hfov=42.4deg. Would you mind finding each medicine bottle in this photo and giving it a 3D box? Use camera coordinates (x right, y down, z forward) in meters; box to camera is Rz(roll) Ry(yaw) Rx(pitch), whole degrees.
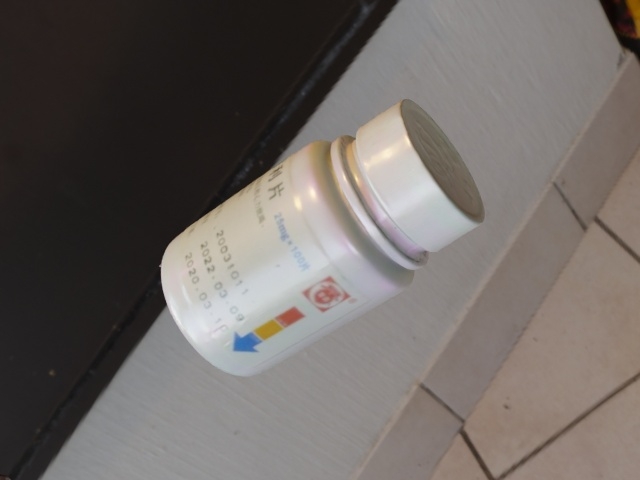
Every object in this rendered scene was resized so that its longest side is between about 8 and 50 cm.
[{"bbox_3d":[0.000,0.000,0.801,0.293,0.170,0.170,-32,42,22],"label":"medicine bottle"}]

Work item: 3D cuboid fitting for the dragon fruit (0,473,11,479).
[{"bbox_3d":[-0.373,0.403,0.844,0.329,0.329,0.329,-23,45,25],"label":"dragon fruit"}]
